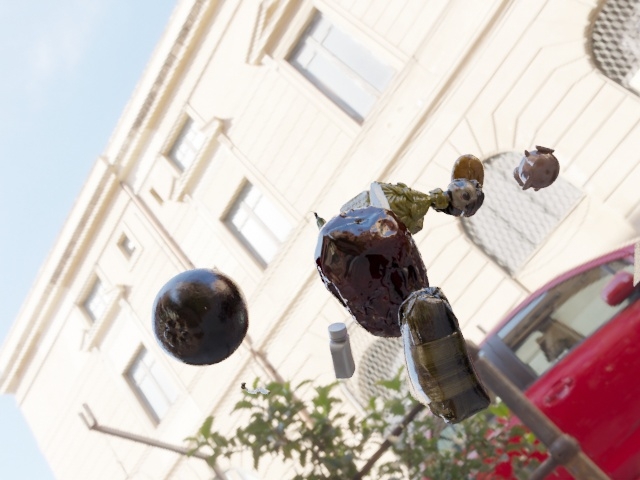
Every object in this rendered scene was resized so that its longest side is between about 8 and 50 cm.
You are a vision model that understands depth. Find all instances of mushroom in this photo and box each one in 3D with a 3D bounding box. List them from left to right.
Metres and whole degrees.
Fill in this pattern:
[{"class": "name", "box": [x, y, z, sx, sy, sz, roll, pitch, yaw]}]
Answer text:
[{"class": "mushroom", "box": [-0.192, 0.447, 1.885, 0.025, 0.028, 0.286, -63, 17, -17]}]

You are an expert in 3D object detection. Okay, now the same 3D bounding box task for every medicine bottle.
[{"class": "medicine bottle", "box": [0.071, 0.374, 2.161, 0.119, 0.070, 0.183, -57, -40, -63]}]

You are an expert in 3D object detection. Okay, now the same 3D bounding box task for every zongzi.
[{"class": "zongzi", "box": [0.232, 0.250, 1.412, 0.134, 0.285, 0.288, -16, -3, -13]}]

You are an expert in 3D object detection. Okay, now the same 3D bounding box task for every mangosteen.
[{"class": "mangosteen", "box": [-0.337, 0.216, 1.856, 0.300, 0.300, 0.300, -31, -31, -21]}]

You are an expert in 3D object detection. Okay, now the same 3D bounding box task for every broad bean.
[{"class": "broad bean", "box": [0.005, 0.000, 1.845, 0.069, 0.226, 0.039, 9, -48, -16]}]

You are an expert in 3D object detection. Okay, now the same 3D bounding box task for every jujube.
[{"class": "jujube", "box": [0.138, 0.079, 1.609, 0.258, 0.258, 0.376, -40, -54, -7]}]

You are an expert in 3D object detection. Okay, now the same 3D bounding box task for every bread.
[{"class": "bread", "box": [0.205, -0.080, 2.126, 0.234, 0.110, 0.184, 19, -28, -23]}, {"class": "bread", "box": [0.505, -0.203, 2.170, 0.114, 0.077, 0.189, -2, -73, -5]}]

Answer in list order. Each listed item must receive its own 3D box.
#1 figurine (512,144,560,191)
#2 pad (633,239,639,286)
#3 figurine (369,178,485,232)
[{"class": "figurine", "box": [0.623, -0.206, 1.819, 0.125, 0.125, 0.138, -4, -61, -50]}, {"class": "pad", "box": [1.019, -0.033, 1.855, 0.220, 0.004, 0.330, -57, -8, -47]}, {"class": "figurine", "box": [0.319, -0.111, 1.807, 0.316, 0.187, 0.168, -12, -60, -12]}]
